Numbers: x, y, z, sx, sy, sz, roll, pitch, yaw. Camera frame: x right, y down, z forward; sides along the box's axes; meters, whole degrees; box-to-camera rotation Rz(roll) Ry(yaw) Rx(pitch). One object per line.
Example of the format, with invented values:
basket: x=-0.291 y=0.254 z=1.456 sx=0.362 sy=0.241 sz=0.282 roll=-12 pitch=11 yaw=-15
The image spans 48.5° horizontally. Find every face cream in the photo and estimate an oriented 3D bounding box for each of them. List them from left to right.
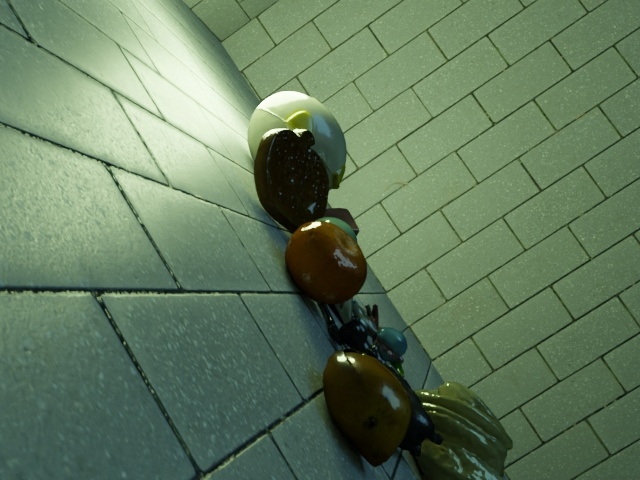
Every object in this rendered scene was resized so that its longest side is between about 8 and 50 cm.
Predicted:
face cream: x=0.061 y=0.148 z=2.149 sx=0.341 sy=0.084 sz=0.137 roll=-83 pitch=148 yaw=-70

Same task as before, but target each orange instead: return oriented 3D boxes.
orange: x=0.009 y=0.059 z=1.773 sx=0.224 sy=0.170 sz=0.224 roll=34 pitch=25 yaw=-19

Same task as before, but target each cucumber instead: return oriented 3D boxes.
cucumber: x=0.251 y=0.412 z=2.348 sx=0.039 sy=0.039 sz=0.168 roll=54 pitch=9 yaw=-17

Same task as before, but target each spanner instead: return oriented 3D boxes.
spanner: x=0.009 y=0.170 z=1.870 sx=0.087 sy=0.024 sz=0.315 roll=52 pitch=6 yaw=-42

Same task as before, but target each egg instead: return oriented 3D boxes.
egg: x=0.027 y=0.016 z=2.095 sx=0.168 sy=0.168 sz=0.231 roll=57 pitch=3 yaw=11

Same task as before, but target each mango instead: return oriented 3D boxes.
mango: x=0.079 y=0.284 z=1.320 sx=0.166 sy=0.136 sz=0.236 roll=49 pitch=2 yaw=-18

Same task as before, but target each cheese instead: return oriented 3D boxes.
cheese: x=-0.009 y=-0.016 z=2.296 sx=0.177 sy=0.203 sz=0.128 roll=12 pitch=38 yaw=-33

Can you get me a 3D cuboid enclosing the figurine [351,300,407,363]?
figurine: x=0.161 y=0.259 z=2.176 sx=0.260 sy=0.103 sz=0.205 roll=49 pitch=-1 yaw=35

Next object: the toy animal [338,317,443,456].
toy animal: x=0.156 y=0.350 z=1.687 sx=0.343 sy=0.106 sz=0.168 roll=57 pitch=4 yaw=31

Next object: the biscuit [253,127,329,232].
biscuit: x=-0.082 y=-0.192 z=2.111 sx=0.367 sy=0.063 sz=0.314 roll=37 pitch=56 yaw=-54

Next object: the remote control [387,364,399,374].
remote control: x=0.252 y=0.470 z=2.047 sx=0.244 sy=0.047 sz=0.087 roll=58 pitch=10 yaw=12

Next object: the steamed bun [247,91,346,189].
steamed bun: x=-0.074 y=-0.317 z=2.378 sx=0.374 sy=0.334 sz=0.334 roll=48 pitch=10 yaw=-40

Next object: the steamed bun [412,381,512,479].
steamed bun: x=0.361 y=0.527 z=1.794 sx=0.324 sy=0.230 sz=0.372 roll=54 pitch=4 yaw=-47
